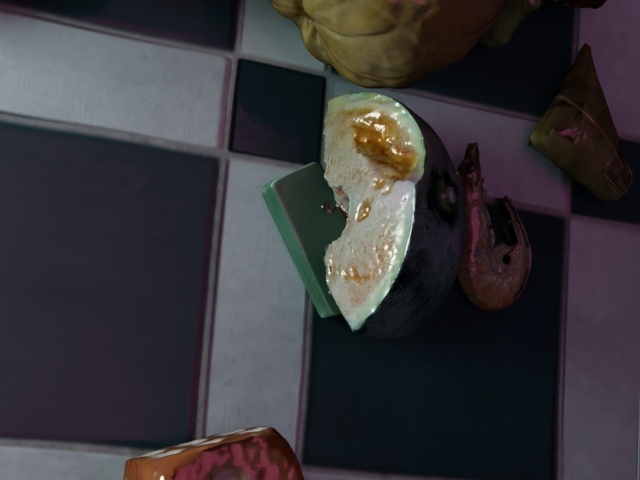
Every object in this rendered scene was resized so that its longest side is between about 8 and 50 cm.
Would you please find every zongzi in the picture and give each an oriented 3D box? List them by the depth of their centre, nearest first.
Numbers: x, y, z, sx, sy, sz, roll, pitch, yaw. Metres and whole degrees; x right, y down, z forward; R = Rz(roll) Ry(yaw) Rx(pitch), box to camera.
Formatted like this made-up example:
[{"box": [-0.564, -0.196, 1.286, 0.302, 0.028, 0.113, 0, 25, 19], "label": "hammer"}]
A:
[{"box": [0.383, -0.158, 1.735, 0.160, 0.078, 0.176, 39, 65, -18], "label": "zongzi"}]

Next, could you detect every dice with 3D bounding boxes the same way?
[{"box": [-0.114, 0.304, 1.387, 0.174, 0.174, 0.179, -6, 85, -23], "label": "dice"}]

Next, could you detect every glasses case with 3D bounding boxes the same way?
[{"box": [0.000, 0.000, 1.560, 0.077, 0.039, 0.184, -26, 92, -24], "label": "glasses case"}]

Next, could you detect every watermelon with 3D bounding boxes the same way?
[{"box": [0.118, -0.033, 1.515, 0.188, 0.175, 0.322, 16, 63, -38], "label": "watermelon"}]

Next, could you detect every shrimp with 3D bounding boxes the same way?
[{"box": [0.224, -0.019, 1.658, 0.126, 0.047, 0.224, -4, 88, -31], "label": "shrimp"}]

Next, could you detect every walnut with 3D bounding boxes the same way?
[{"box": [0.081, -0.325, 1.533, 0.285, 0.285, 0.296, -25, 53, -25], "label": "walnut"}]

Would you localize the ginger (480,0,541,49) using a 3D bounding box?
[{"box": [0.221, -0.404, 1.676, 0.089, 0.137, 0.290, -18, 91, -63], "label": "ginger"}]

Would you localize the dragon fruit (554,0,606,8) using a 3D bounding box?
[{"box": [0.383, -0.442, 1.706, 0.198, 0.269, 0.200, 36, 25, -47], "label": "dragon fruit"}]
